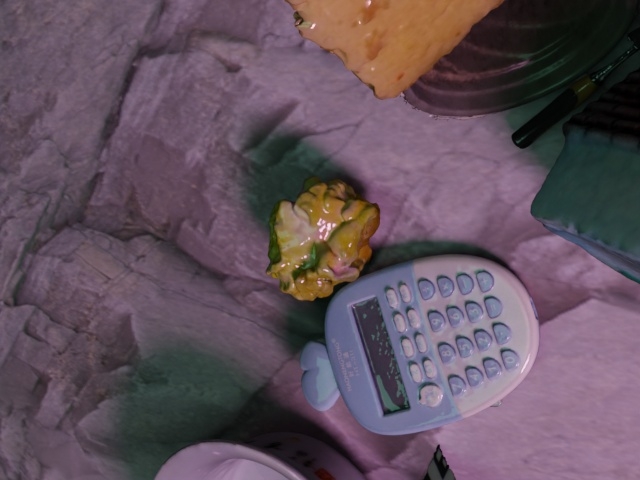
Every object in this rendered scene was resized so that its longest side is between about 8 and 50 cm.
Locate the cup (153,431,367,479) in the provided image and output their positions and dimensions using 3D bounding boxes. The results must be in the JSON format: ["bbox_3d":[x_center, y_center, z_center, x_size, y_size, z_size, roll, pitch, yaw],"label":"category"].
[{"bbox_3d":[-0.041,0.386,1.213,0.347,0.163,0.347,10,109,32],"label":"cup"}]

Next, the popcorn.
[{"bbox_3d":[0.000,0.000,1.091,0.126,0.126,0.145,27,94,16],"label":"popcorn"}]

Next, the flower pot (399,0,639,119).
[{"bbox_3d":[0.159,-0.225,0.877,0.235,0.235,0.141,-37,61,36],"label":"flower pot"}]

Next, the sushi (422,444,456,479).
[{"bbox_3d":[0.184,0.463,1.057,0.373,0.100,0.296,-116,41,-61],"label":"sushi"}]

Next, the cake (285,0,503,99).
[{"bbox_3d":[0.012,-0.299,0.731,0.227,0.222,0.286,-42,54,8],"label":"cake"}]

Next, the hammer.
[{"bbox_3d":[0.256,-0.148,0.909,0.201,0.078,0.021,-41,79,42],"label":"hammer"}]

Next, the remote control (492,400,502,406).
[{"bbox_3d":[0.131,0.164,1.112,0.166,0.029,0.065,-11,88,32],"label":"remote control"}]

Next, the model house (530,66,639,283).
[{"bbox_3d":[0.356,-0.063,0.792,0.249,0.230,0.280,-60,26,3],"label":"model house"}]

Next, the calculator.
[{"bbox_3d":[0.103,0.120,1.084,0.302,0.042,0.188,-21,82,31],"label":"calculator"}]
